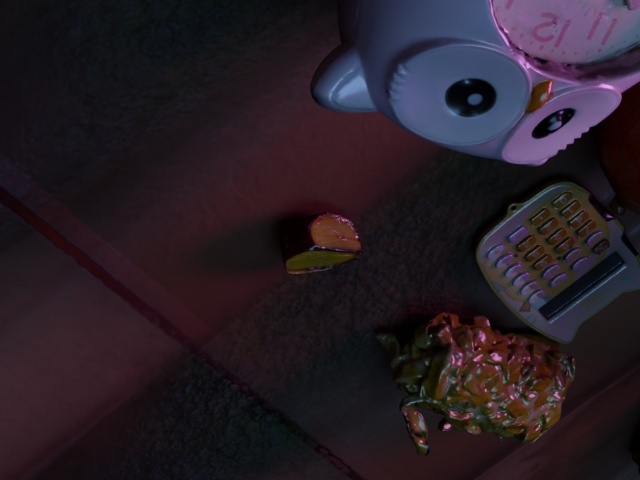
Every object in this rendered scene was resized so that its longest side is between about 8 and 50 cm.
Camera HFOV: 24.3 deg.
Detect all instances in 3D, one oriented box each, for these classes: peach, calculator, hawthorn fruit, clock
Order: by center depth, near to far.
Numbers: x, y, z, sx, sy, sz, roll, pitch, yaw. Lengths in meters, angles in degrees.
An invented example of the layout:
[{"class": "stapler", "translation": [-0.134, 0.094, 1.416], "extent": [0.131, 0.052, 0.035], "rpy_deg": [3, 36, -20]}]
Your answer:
[{"class": "clock", "translation": [0.163, -0.255, 1.189], "extent": [0.368, 0.250, 0.377], "rpy_deg": [12, 117, -36]}, {"class": "peach", "translation": [0.000, 0.000, 1.482], "extent": [0.083, 0.050, 0.077], "rpy_deg": [-10, 158, -5]}, {"class": "hawthorn fruit", "translation": [0.363, -0.094, 1.506], "extent": [0.169, 0.169, 0.188], "rpy_deg": [6, 126, -31]}, {"class": "calculator", "translation": [0.263, 0.018, 1.650], "extent": [0.157, 0.033, 0.236], "rpy_deg": [-37, 134, 10]}]

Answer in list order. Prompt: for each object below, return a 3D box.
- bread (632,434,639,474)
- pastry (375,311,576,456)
[{"class": "bread", "translation": [0.528, 0.247, 1.947], "extent": [0.222, 0.096, 0.181], "rpy_deg": [-8, 133, -18]}, {"class": "pastry", "translation": [0.170, 0.162, 1.681], "extent": [0.250, 0.102, 0.154], "rpy_deg": [14, 119, -38]}]
